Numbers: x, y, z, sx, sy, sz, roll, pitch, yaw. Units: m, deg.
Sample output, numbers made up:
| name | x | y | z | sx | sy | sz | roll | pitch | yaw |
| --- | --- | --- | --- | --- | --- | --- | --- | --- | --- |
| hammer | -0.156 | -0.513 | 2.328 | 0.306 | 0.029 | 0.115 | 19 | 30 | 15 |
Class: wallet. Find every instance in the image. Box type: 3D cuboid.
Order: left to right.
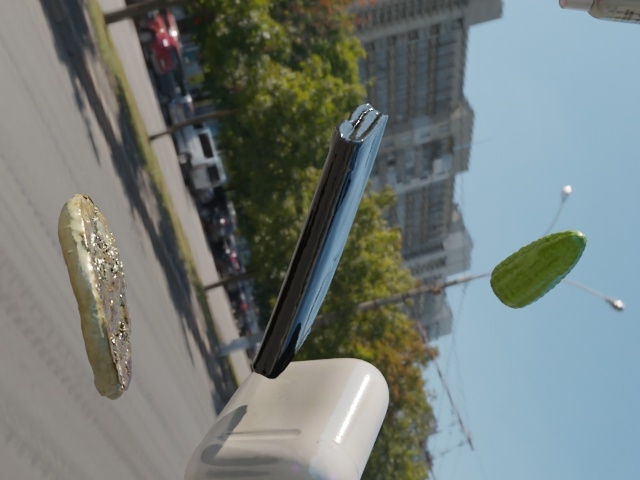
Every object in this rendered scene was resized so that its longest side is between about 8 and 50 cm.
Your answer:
| name | x | y | z | sx | sy | sz | roll | pitch | yaw |
| --- | --- | --- | --- | --- | --- | --- | --- | --- | --- |
| wallet | -0.001 | 0.000 | 1.280 | 0.228 | 0.062 | 0.406 | -49 | 160 | -65 |

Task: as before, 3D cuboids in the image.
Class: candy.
| name | x | y | z | sx | sy | sz | roll | pitch | yaw |
| --- | --- | --- | --- | --- | --- | --- | --- | --- | --- |
| candy | 0.390 | 0.044 | 1.470 | 0.209 | 0.097 | 0.096 | -47 | -127 | 47 |

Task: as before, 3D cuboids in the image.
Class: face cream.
| name | x | y | z | sx | sy | sz | roll | pitch | yaw |
| --- | --- | --- | --- | --- | --- | --- | --- | --- | --- |
| face cream | 0.522 | -0.389 | 1.344 | 0.082 | 0.269 | 0.082 | -174 | -90 | -90 |

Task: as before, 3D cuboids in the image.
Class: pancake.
| name | x | y | z | sx | sy | sz | roll | pitch | yaw |
| --- | --- | --- | --- | --- | --- | --- | --- | --- | --- |
| pancake | -0.346 | 0.089 | 1.317 | 0.356 | 0.065 | 0.356 | 172 | -90 | -85 |

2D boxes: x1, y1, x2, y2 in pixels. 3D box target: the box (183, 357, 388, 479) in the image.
| name | x | y | z | sx | sy | sz | roll | pitch | yaw |
| --- | --- | --- | --- | --- | --- | --- | --- | --- | --- |
| box | -0.049 | 0.326 | 1.387 | 0.349 | 0.289 | 0.141 | -54 | 132 | -58 |
